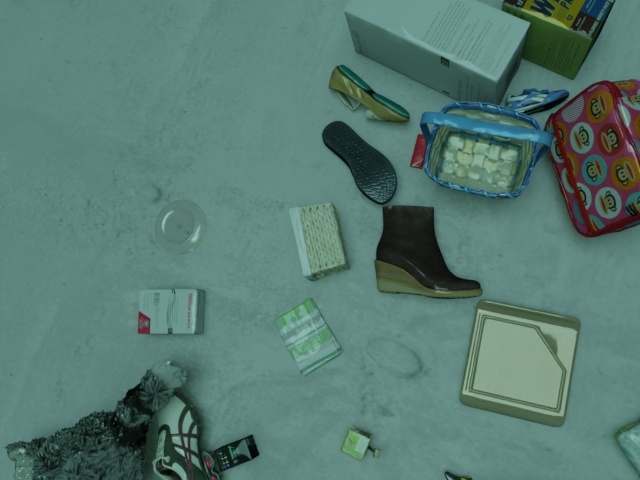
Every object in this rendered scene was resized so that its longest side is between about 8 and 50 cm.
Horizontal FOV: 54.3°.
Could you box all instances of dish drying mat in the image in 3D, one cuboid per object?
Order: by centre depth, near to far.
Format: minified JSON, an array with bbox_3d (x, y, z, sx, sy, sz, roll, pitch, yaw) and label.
[{"bbox_3d":[0.239,-0.214,1.496,0.032,0.008,0.083,14,83,14],"label":"dish drying mat"}]

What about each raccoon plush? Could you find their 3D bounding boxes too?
[{"bbox_3d":[-0.510,0.446,1.440,0.446,0.216,0.299,-45,35,-24],"label":"raccoon plush"}]

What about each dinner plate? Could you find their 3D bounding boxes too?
[{"bbox_3d":[-0.358,-0.036,1.584,0.141,0.017,0.141,-2,81,10],"label":"dinner plate"}]

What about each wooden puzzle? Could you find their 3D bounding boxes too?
[{"bbox_3d":[0.433,0.265,1.360,0.220,0.044,0.239,11,87,13],"label":"wooden puzzle"}]

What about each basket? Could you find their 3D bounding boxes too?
[{"bbox_3d":[0.338,-0.198,1.327,0.254,0.289,0.201,15,89,11],"label":"basket"},{"bbox_3d":[0.000,0.000,1.455,0.103,0.113,0.167,-15,78,7],"label":"basket"}]

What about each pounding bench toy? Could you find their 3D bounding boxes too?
[{"bbox_3d":[0.095,0.455,1.380,0.083,0.065,0.052,22,84,14],"label":"pounding bench toy"}]

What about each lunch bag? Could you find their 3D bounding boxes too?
[{"bbox_3d":[0.587,-0.161,1.297,0.120,0.258,0.293,-9,76,-21],"label":"lunch bag"}]

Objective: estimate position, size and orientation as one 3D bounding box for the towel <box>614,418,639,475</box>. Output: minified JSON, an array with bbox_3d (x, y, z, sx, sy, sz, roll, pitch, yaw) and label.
[{"bbox_3d":[0.836,0.433,1.225,0.374,0.090,0.321,-33,73,5],"label":"towel"}]

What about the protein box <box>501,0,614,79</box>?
[{"bbox_3d":[0.520,-0.495,1.389,0.201,0.200,0.136,29,87,15],"label":"protein box"}]

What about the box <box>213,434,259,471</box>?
[{"bbox_3d":[-0.194,0.489,1.434,0.083,0.062,0.052,-24,78,7],"label":"box"}]

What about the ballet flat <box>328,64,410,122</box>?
[{"bbox_3d":[0.115,-0.339,1.522,0.232,0.080,0.073,41,118,17],"label":"ballet flat"}]

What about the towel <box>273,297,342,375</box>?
[{"bbox_3d":[-0.031,0.226,1.467,0.113,0.023,0.152,-31,76,4],"label":"towel"}]

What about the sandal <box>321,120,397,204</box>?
[{"bbox_3d":[0.101,-0.189,1.505,0.097,0.054,0.255,-33,66,-3],"label":"sandal"}]

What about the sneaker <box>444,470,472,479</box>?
[{"bbox_3d":[0.307,0.521,1.347,0.083,0.031,0.035,33,75,11],"label":"sneaker"}]

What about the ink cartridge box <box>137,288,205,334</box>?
[{"bbox_3d":[-0.362,0.174,1.523,0.150,0.063,0.109,-1,80,11],"label":"ink cartridge box"}]

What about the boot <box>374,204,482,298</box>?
[{"bbox_3d":[0.246,0.024,1.410,0.248,0.090,0.207,5,83,16],"label":"boot"}]

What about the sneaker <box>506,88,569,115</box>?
[{"bbox_3d":[0.499,-0.329,1.441,0.144,0.053,0.059,-14,76,8],"label":"sneaker"}]

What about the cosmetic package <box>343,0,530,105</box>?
[{"bbox_3d":[0.262,-0.463,1.431,0.384,0.217,0.156,28,87,16],"label":"cosmetic package"}]

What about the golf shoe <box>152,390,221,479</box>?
[{"bbox_3d":[-0.330,0.465,1.425,0.105,0.120,0.273,-43,70,37],"label":"golf shoe"}]
